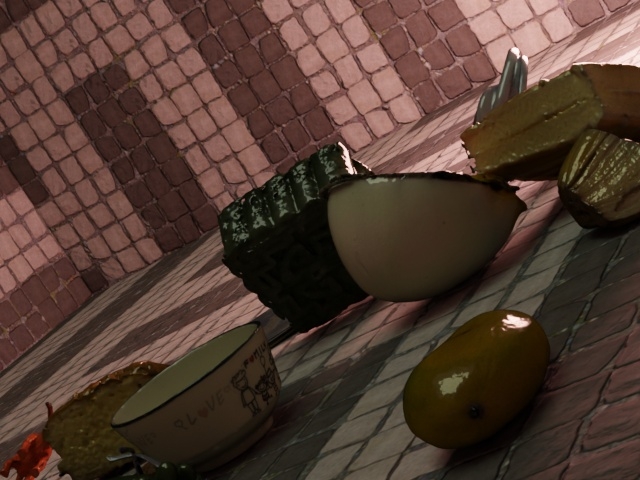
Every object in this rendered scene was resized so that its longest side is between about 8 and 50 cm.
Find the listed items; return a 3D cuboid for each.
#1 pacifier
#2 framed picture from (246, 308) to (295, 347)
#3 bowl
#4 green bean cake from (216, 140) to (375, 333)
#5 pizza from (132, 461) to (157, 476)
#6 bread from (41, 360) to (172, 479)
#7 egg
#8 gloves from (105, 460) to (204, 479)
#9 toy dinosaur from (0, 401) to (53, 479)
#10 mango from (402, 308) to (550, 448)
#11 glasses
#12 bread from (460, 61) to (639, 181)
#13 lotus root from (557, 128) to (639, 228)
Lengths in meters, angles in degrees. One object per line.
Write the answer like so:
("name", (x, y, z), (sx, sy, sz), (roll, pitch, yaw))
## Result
("pacifier", (0.352, -0.190, 2.331), (0.279, 0.207, 0.227), (86, -165, -77))
("framed picture", (0.003, 0.091, 2.480), (0.347, 0.016, 0.265), (-34, 9, -5))
("bowl", (-0.147, 0.221, 1.909), (0.238, 0.126, 0.238), (-31, 9, 6))
("green bean cake", (0.000, 0.000, 2.226), (0.255, 0.241, 0.132), (-29, 40, 12))
("pizza", (-0.225, 0.314, 2.012), (0.099, 0.029, 0.100), (-37, 3, 25))
("bread", (-0.294, 0.268, 2.179), (0.229, 0.143, 0.139), (-26, -1, 18))
("egg", (0.143, 0.000, 2.012), (0.286, 0.174, 0.264), (4, -7, -40))
("gloves", (-0.262, 0.339, 1.715), (0.268, 0.107, 0.135), (-22, 28, -7))
("toy dinosaur", (-0.461, 0.354, 2.256), (0.279, 0.055, 0.101), (-54, 0, 28))
("mango", (0.164, 0.129, 1.445), (0.137, 0.091, 0.237), (-18, 16, 37))
("glasses", (-0.216, 0.290, 1.840), (0.062, 0.104, 0.140), (-40, 8, -31))
("bread", (0.356, -0.162, 2.055), (0.239, 0.111, 0.246), (-3, -17, -46))
("lotus root", (0.372, -0.066, 1.838), (0.135, 0.095, 0.159), (-41, 51, -20))
